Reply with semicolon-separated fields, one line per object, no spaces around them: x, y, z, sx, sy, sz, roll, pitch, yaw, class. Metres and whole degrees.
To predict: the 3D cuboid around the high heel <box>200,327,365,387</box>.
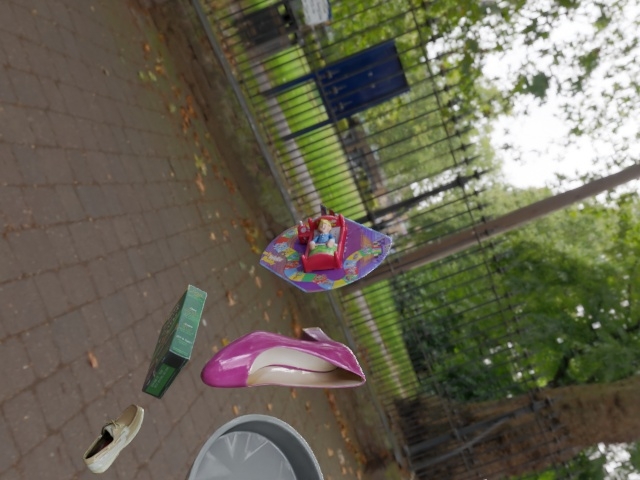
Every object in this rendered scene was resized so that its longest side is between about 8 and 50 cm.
-0.048;0.190;0.915;0.244;0.082;0.117;1;29;-47;high heel

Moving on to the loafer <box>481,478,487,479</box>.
0.268;0.543;1.180;0.076;0.223;0.078;19;16;-46;loafer

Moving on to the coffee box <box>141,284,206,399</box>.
-0.254;0.173;1.116;0.040;0.113;0.184;29;28;-16;coffee box

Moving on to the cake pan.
-0.109;0.435;1.035;0.293;0.054;0.293;24;54;-38;cake pan

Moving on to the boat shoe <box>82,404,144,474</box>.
-0.365;0.344;1.131;0.135;0.050;0.045;-59;138;-36;boat shoe

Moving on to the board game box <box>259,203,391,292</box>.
0.000;0.000;0.787;0.168;0.133;0.033;26;-39;48;board game box
